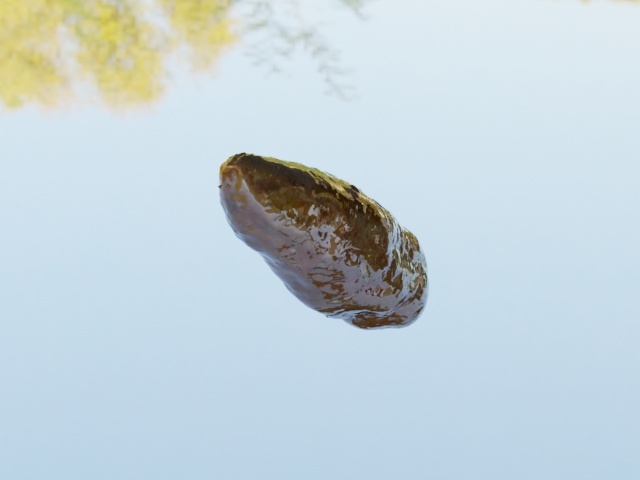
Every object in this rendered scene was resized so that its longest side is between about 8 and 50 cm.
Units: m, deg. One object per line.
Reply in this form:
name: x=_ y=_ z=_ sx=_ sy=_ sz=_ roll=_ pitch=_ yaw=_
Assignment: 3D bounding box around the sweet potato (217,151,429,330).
sweet potato: x=0.000 y=0.000 z=0.999 sx=0.097 sy=0.097 sz=0.251 roll=22 pitch=174 yaw=38
